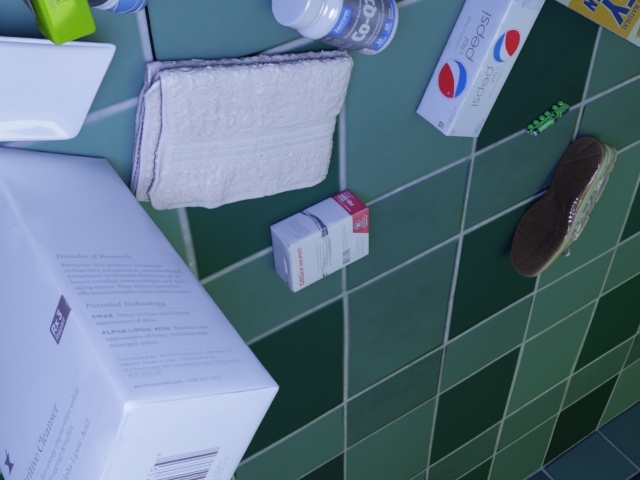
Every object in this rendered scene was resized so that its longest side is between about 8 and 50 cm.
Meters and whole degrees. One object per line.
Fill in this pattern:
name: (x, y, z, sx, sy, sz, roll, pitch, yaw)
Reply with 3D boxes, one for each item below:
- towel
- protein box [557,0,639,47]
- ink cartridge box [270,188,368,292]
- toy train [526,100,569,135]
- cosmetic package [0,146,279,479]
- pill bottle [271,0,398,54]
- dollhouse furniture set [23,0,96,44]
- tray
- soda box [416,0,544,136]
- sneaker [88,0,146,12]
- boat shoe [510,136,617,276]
towel: (-0.089, -0.133, 0.966, 0.282, 0.049, 0.187, -14, 135, -34)
protein box: (0.468, -0.346, 1.139, 0.200, 0.201, 0.135, 3, 123, -44)
ink cartridge box: (0.000, 0.000, 1.169, 0.135, 0.056, 0.099, -26, 140, -22)
toy train: (0.379, -0.202, 1.346, 0.083, 0.023, 0.017, -38, 143, -8)
cosmetic package: (-0.230, 0.095, 0.781, 0.156, 0.385, 0.217, 2, 122, -45)
pill bottle: (0.017, -0.260, 0.913, 0.137, 0.078, 0.078, 3, 124, -44)
dollhouse furniture set: (-0.122, -0.310, 0.652, 0.302, 0.151, 0.197, -26, 133, -19)
tray: (-0.332, -0.141, 0.723, 0.271, 0.030, 0.145, -7, 151, -38)
soda box: (0.216, -0.251, 1.107, 0.069, 0.074, 0.216, -4, 128, -41)
sneaker: (-0.150, -0.302, 0.738, 0.211, 0.080, 0.081, -51, 165, 11)
boat shoe: (0.455, -0.053, 1.495, 0.089, 0.104, 0.285, 7, 120, -43)
